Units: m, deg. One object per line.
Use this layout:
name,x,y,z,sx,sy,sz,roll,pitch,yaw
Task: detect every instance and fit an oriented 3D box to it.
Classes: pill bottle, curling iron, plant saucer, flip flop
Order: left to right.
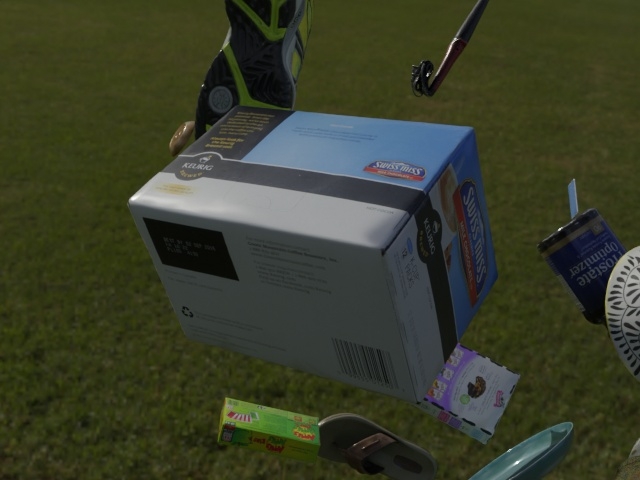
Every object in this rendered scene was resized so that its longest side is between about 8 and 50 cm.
plant saucer,-0.279,-0.206,1.848,0.015,0.083,0.083,32,8,-24
flip flop,0.109,0.440,1.898,0.277,0.112,0.080,24,12,-4
curling iron,0.258,-0.381,1.792,0.035,0.068,0.274,16,60,44
plant saucer,0.414,0.492,1.974,0.043,0.317,0.318,55,35,8
pill bottle,0.477,0.064,1.574,0.219,0.123,0.123,56,35,8

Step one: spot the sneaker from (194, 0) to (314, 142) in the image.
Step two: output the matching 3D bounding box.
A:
sneaker,-0.076,-0.257,1.349,0.145,0.384,0.147,20,15,15

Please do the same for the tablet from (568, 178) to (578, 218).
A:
tablet,0.585,-0.095,2.142,0.006,0.083,0.054,-2,-16,-1

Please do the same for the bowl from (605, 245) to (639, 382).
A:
bowl,0.398,0.078,0.998,0.170,0.170,0.080,-5,-11,-28

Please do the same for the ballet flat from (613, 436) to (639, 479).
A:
ballet flat,0.318,0.241,0.856,0.123,0.123,0.348,12,-25,20

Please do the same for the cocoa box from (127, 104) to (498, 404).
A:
cocoa box,0.000,0.000,1.099,0.347,0.231,0.228,10,43,32

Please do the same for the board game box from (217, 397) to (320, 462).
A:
board game box,-0.094,0.349,1.708,0.181,0.043,0.092,14,21,-8

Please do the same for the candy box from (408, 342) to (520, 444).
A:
candy box,0.319,0.330,2.060,0.196,0.070,0.164,27,61,11
